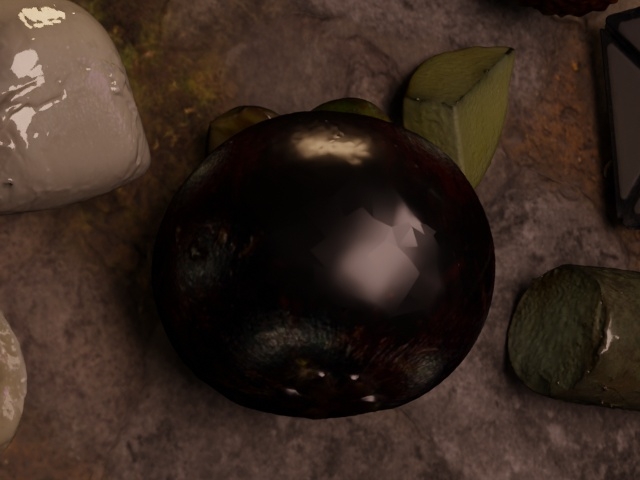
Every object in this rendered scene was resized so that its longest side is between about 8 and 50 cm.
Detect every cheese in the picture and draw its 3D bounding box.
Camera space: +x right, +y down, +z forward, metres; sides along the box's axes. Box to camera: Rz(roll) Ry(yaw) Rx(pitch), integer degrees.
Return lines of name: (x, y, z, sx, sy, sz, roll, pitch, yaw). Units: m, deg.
cheese: (-0.256, -0.125, 1.383, 0.198, 0.154, 0.189, -16, 110, -36)

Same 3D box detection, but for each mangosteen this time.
mangosteen: (0.001, 0.012, 1.444, 0.330, 0.330, 0.330, 4, 82, -31)

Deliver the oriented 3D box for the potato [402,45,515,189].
potato: (0.147, -0.132, 1.694, 0.149, 0.081, 0.120, -45, 138, -44)

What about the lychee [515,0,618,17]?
lychee: (0.256, -0.367, 1.689, 0.271, 0.236, 0.236, 36, 66, -3)

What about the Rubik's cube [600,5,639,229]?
Rubik's cube: (0.497, -0.147, 1.776, 0.259, 0.260, 0.254, 0, 85, -34)

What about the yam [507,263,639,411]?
yam: (0.353, 0.112, 1.722, 0.268, 0.161, 0.161, 8, 80, -29)

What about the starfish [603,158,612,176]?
starfish: (0.363, -0.100, 1.838, 0.092, 0.016, 0.086, -26, 96, -28)

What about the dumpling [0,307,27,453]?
dumpling: (-0.325, 0.142, 1.339, 0.199, 0.118, 0.136, -46, 120, 2)
